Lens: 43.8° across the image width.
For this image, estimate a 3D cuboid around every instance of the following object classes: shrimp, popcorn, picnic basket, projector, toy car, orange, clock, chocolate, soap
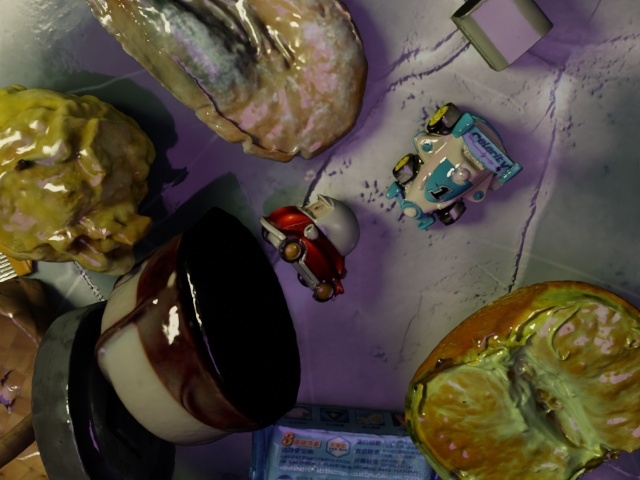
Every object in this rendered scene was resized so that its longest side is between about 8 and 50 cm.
[{"bbox_3d":[-0.132,-0.270,0.947,0.446,0.110,0.221,36,99,-14],"label":"shrimp"},{"bbox_3d":[-0.319,-0.067,0.952,0.266,0.192,0.233,42,99,5],"label":"popcorn"},{"bbox_3d":[-0.443,0.237,0.995,0.293,0.337,0.337,-18,107,6],"label":"picnic basket"},{"bbox_3d":[0.215,-0.261,0.953,0.083,0.083,0.082,-40,104,11],"label":"projector"},{"bbox_3d":[0.000,0.000,1.036,0.112,0.112,0.139,-40,114,-5],"label":"toy car"},{"bbox_3d":[0.278,0.199,1.045,0.334,0.196,0.262,-41,89,8],"label":"orange"},{"bbox_3d":[-0.266,0.216,1.010,0.055,0.280,0.280,-14,107,11],"label":"clock"},{"bbox_3d":[0.162,-0.084,1.003,0.126,0.098,0.161,44,101,-10],"label":"toy car"},{"bbox_3d":[-0.162,0.124,0.993,0.186,0.283,0.283,-18,107,15],"label":"chocolate"},{"bbox_3d":[0.043,0.320,1.143,0.293,0.077,0.156,7,107,-3],"label":"soap"}]

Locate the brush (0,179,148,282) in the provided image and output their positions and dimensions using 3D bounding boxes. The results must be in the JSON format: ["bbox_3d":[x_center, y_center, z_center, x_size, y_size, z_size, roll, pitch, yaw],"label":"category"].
[{"bbox_3d":[-0.354,-0.027,1.067,0.272,0.013,0.103,-22,107,6],"label":"brush"}]
